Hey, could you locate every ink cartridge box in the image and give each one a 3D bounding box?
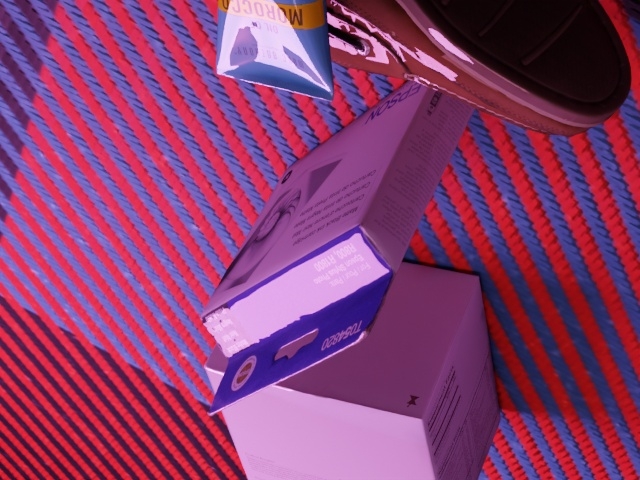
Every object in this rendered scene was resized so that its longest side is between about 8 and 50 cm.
[{"bbox_3d":[0.000,0.000,1.033,0.045,0.224,0.223,37,144,-16],"label":"ink cartridge box"}]

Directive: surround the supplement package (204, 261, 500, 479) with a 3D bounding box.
[{"bbox_3d":[0.035,0.129,1.246,0.194,0.149,0.203,11,143,21],"label":"supplement package"}]

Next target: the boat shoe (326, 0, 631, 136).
[{"bbox_3d":[0.048,-0.157,0.906,0.307,0.111,0.104,37,146,5],"label":"boat shoe"}]

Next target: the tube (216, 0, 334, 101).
[{"bbox_3d":[-0.029,-0.177,0.825,0.080,0.052,0.207,19,131,26],"label":"tube"}]
